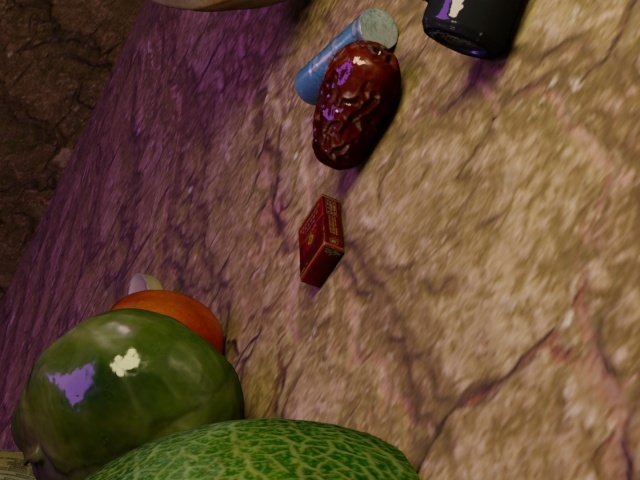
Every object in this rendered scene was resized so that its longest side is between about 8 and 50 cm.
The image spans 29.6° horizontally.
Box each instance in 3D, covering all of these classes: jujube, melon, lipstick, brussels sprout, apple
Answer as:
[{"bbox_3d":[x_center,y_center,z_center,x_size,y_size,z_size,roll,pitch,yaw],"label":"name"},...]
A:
[{"bbox_3d":[0.033,-0.127,1.155,0.077,0.077,0.129,-104,28,-60],"label":"jujube"},{"bbox_3d":[-0.085,0.237,0.892,0.331,0.226,0.343,-28,21,-4],"label":"melon"},{"bbox_3d":[0.025,-0.190,1.273,0.158,0.048,0.048,-31,41,60],"label":"lipstick"},{"bbox_3d":[-0.188,0.181,1.193,0.244,0.244,0.244,-54,23,37],"label":"brussels sprout"},{"bbox_3d":[-0.184,0.134,1.373,0.163,0.139,0.163,-33,53,57],"label":"apple"}]

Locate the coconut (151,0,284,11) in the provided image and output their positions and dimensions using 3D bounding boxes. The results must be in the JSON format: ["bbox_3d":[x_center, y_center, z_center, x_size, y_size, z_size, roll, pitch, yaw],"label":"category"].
[{"bbox_3d":[-0.129,-0.432,1.518,0.323,0.323,0.323,-54,23,37],"label":"coconut"}]

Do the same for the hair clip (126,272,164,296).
[{"bbox_3d":[-0.241,0.138,1.623,0.159,0.071,0.218,-39,40,46],"label":"hair clip"}]

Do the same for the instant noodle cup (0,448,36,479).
[{"bbox_3d":[-0.396,0.404,1.459,0.296,0.296,0.214,-58,14,29],"label":"instant noodle cup"}]

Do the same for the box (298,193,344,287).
[{"bbox_3d":[0.000,0.000,1.174,0.051,0.023,0.082,-57,21,33],"label":"box"}]

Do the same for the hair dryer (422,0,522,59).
[{"bbox_3d":[0.117,-0.217,1.034,0.219,0.071,0.124,-157,88,-78],"label":"hair dryer"}]
